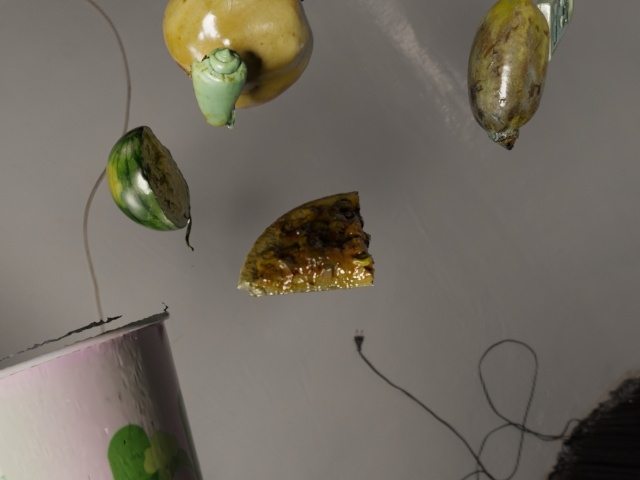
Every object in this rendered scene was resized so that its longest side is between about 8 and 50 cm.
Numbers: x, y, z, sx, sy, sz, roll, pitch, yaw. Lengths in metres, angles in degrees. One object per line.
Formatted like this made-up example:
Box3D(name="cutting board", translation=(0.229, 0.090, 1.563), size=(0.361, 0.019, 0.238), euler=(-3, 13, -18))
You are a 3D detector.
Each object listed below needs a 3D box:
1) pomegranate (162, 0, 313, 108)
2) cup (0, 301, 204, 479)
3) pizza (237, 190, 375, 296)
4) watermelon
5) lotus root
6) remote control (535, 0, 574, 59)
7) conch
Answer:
Box3D(name="pomegranate", translation=(-0.176, -0.462, 1.213), size=(0.332, 0.332, 0.333), euler=(10, 70, -28))
Box3D(name="cup", translation=(-0.215, 0.226, 0.487), size=(0.253, 0.253, 0.274), euler=(-18, 86, -34))
Box3D(name="pizza", translation=(-0.033, -0.003, 1.116), size=(0.268, 0.087, 0.258), euler=(-7, 38, -2))
Box3D(name="watermelon", translation=(-0.340, -0.105, 1.076), size=(0.127, 0.232, 0.204), euler=(-18, 53, 2))
Box3D(name="lotus root", translation=(0.124, -0.111, 0.373), size=(0.049, 0.054, 0.099), euler=(0, 101, -12))
Box3D(name="remote control", translation=(0.416, -0.404, 0.982), size=(0.233, 0.038, 0.098), euler=(-50, 135, -41))
Box3D(name="conch", translation=(-0.196, -0.284, 1.029), size=(0.105, 0.170, 0.079), euler=(17, 44, -4))
